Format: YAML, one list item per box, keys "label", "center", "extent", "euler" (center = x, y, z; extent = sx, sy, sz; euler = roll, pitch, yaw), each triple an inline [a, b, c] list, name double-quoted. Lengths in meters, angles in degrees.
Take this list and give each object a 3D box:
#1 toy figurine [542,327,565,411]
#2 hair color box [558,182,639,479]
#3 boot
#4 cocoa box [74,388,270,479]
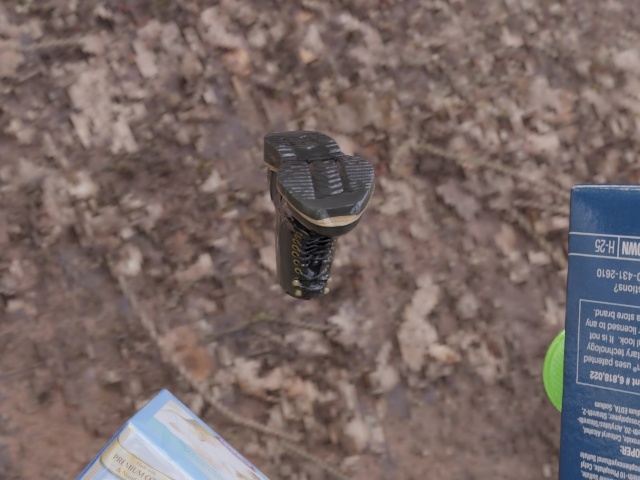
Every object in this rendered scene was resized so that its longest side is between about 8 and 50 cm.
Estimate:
- label: "toy figurine"
  center: [0.323, 0.186, 1.621]
  extent: [0.159, 0.130, 0.173]
  euler: [-107, -167, -76]
- label: "hair color box"
  center: [0.215, 0.145, 0.778]
  extent: [0.173, 0.105, 0.347]
  euler: [1, 92, -37]
- label: "boot"
  center: [0.000, 0.000, 1.178]
  extent: [0.076, 0.198, 0.137]
  euler: [-3, 108, -6]
- label: "cocoa box"
  center: [-0.157, 0.391, 1.836]
  extent: [0.347, 0.228, 0.231]
  euler: [41, 7, 1]
